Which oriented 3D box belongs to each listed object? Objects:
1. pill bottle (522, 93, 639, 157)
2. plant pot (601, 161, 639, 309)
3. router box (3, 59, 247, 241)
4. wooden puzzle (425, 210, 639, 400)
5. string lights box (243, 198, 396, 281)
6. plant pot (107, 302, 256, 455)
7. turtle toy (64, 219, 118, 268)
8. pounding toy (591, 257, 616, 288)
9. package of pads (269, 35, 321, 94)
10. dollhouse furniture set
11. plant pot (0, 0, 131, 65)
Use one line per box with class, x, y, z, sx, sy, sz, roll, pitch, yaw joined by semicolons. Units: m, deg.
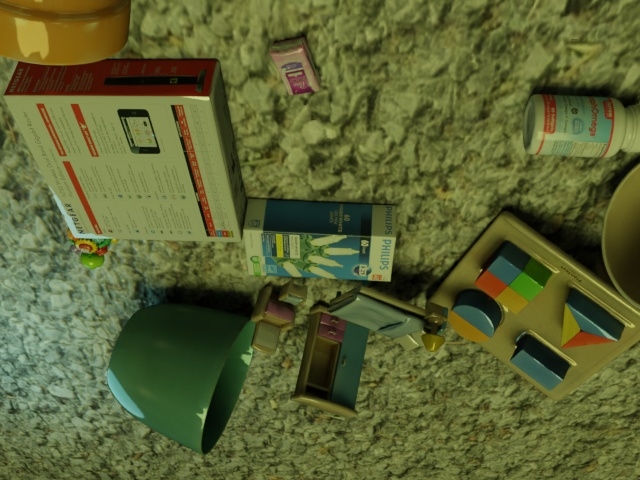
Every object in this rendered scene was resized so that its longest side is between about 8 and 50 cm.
pill bottle;0.377;-0.162;1.097;0.160;0.087;0.087;3;143;2
plant pot;0.630;0.004;1.189;0.274;0.257;0.256;9;146;-33
router box;-0.287;-0.131;1.215;0.301;0.082;0.335;2;143;4
wooden puzzle;0.378;0.145;1.400;0.322;0.080;0.348;36;143;6
string lights box;0.000;0.000;1.361;0.259;0.077;0.133;3;142;2
plant pot;-0.293;0.262;1.585;0.235;0.293;0.293;18;144;8
turtle toy;-0.423;0.000;1.417;0.095;0.066;0.130;6;143;-2
pounding toy;0.541;0.099;1.405;0.141;0.130;0.100;0;131;6
package of pads;-0.034;-0.244;1.079;0.050;0.032;0.083;-5;142;18
dollhouse furniture set;0.045;0.198;1.460;0.286;0.198;0.303;22;155;-22
plant pot;-0.315;-0.333;0.877;0.205;0.205;0.188;11;127;-9
